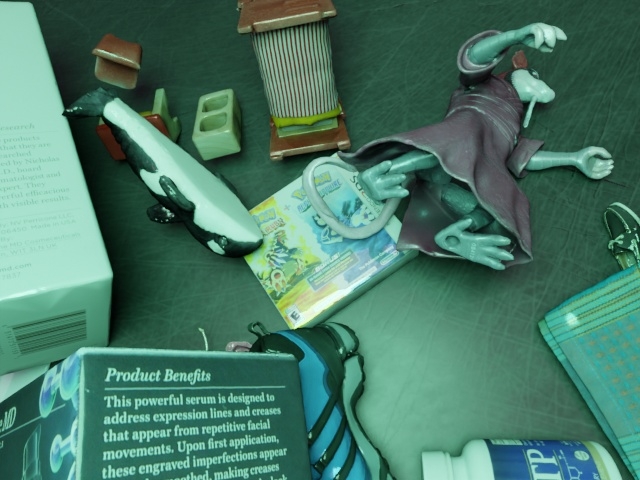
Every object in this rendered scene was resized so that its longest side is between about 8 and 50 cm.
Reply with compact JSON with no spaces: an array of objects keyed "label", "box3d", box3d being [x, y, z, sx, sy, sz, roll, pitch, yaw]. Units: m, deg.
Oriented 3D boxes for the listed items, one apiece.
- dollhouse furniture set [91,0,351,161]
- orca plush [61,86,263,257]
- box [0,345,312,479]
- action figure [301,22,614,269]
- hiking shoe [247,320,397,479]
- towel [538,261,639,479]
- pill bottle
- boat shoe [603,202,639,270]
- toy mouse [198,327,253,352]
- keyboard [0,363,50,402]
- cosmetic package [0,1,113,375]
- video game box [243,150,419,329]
[{"label":"dollhouse furniture set","box3d":[-0.155,-0.215,0.676,0.375,0.201,0.152,-10,47,4]},{"label":"orca plush","box3d":[-0.211,-0.065,0.635,0.287,0.151,0.102,39,108,-16]},{"label":"box","box3d":[-0.164,0.321,0.418,0.294,0.212,0.394,-31,57,38]},{"label":"action figure","box3d":[0.201,-0.121,0.637,0.276,0.248,0.370,-9,36,42]},{"label":"hiking shoe","box3d":[-0.005,0.238,0.532,0.132,0.113,0.303,5,54,-32]},{"label":"towel","box3d":[0.414,0.112,0.437,0.040,0.370,0.271,-5,61,-38]},{"label":"pill bottle","box3d":[0.204,0.269,0.511,0.187,0.112,0.111,-3,70,8]},{"label":"boat shoe","box3d":[0.390,0.012,0.614,0.038,0.046,0.125,-19,77,-4]},{"label":"toy mouse","box3d":[-0.123,0.177,0.638,0.161,0.031,0.143,-35,69,-5]},{"label":"keyboard","box3d":[-0.439,0.251,0.672,0.072,0.014,0.255,11,72,7]},{"label":"cosmetic package","box3d":[-0.416,-0.078,0.649,0.162,0.230,0.452,-12,64,-31]},{"label":"video game box","box3d":[0.000,0.000,0.677,0.205,0.048,0.187,-35,66,-5]}]
